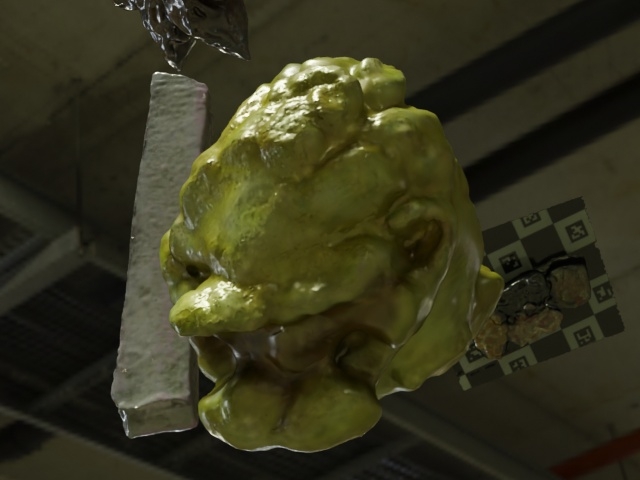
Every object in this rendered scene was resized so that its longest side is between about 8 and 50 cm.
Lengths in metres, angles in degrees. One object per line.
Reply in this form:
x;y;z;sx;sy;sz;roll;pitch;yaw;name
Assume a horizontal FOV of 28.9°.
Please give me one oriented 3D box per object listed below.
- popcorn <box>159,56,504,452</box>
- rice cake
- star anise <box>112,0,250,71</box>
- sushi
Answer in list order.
0.000;0.000;0.873;0.235;0.242;0.250;-10;-77;13;popcorn
-0.138;0.007;1.121;0.072;0.365;0.056;-2;-30;3;rice cake
-0.174;-0.340;1.472;0.108;0.315;0.315;-32;-22;-37;star anise
0.239;0.073;1.463;0.215;0.050;0.192;-21;-71;4;sushi
